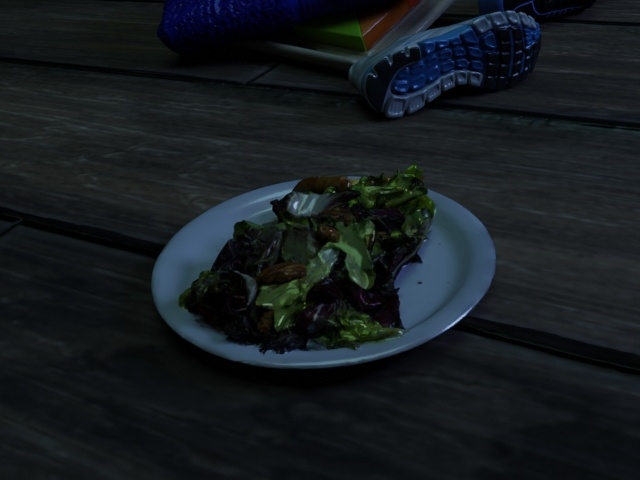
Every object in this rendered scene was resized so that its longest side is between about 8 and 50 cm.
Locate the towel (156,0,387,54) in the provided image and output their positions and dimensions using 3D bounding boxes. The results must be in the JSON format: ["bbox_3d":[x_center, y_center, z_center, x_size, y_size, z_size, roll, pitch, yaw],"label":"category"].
[{"bbox_3d":[-0.028,-0.323,0.814,0.308,0.076,0.228,-11,43,14],"label":"towel"}]

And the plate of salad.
[{"bbox_3d":[0.000,0.000,0.417,0.199,0.048,0.200,-4,32,2],"label":"plate of salad"}]

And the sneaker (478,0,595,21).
[{"bbox_3d":[0.267,-0.296,0.821,0.090,0.081,0.232,12,34,39],"label":"sneaker"}]

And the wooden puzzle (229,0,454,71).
[{"bbox_3d":[0.040,-0.274,0.817,0.221,0.044,0.238,23,55,38],"label":"wooden puzzle"}]

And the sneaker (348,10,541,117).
[{"bbox_3d":[0.111,-0.170,0.659,0.190,0.071,0.083,-16,27,-17],"label":"sneaker"}]
